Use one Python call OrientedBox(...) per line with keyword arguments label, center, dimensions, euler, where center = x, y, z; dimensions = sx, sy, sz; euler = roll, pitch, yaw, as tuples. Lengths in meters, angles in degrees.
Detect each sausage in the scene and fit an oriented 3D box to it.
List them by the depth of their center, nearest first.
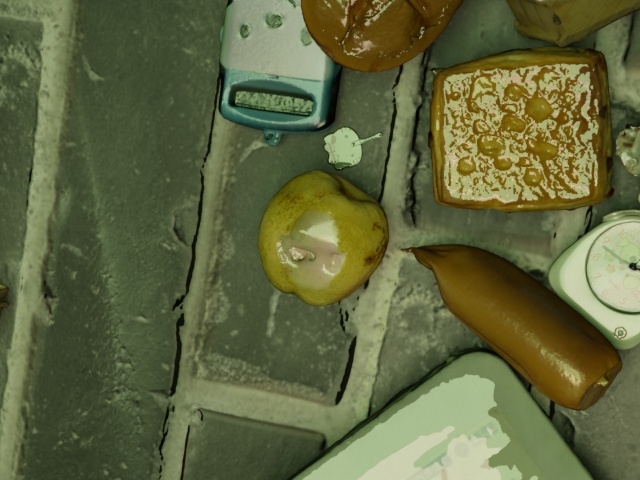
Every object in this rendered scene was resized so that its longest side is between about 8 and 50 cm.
OrientedBox(label="sausage", center=(0.239, 0.088, 1.790), dimensions=(0.328, 0.112, 0.112), euler=(40, 102, 23))

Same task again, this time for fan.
OrientedBox(label="fan", center=(0.045, -0.129, 1.884), dimensions=(0.083, 0.004, 0.056), euler=(-17, 91, 13))

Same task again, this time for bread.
OrientedBox(label="bread", center=(0.087, -0.342, 1.763), dimensions=(0.195, 0.142, 0.270), euler=(37, 89, -10))
OrientedBox(label="bread", center=(0.256, -0.141, 1.792), dimensions=(0.235, 0.099, 0.211), euler=(-3, 96, 7))

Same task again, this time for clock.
OrientedBox(label="clock", center=(0.402, 0.034, 1.788), dimensions=(0.191, 0.062, 0.151), euler=(-45, 83, 12))

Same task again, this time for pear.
OrientedBox(label="pear", center=(0.000, 0.000, 1.821), dimensions=(0.178, 0.178, 0.178), euler=(1, 95, 12))

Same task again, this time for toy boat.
OrientedBox(label="toy boat", center=(0.427, -0.385, 1.720), dimensions=(0.445, 0.136, 0.162), euler=(-25, 47, 15))

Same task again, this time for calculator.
OrientedBox(label="calculator", center=(-0.050, -0.273, 1.871), dimensions=(0.173, 0.051, 0.293), euler=(8, 96, 11))

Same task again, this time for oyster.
OrientedBox(label="oyster", center=(0.462, -0.133, 1.767), dimensions=(0.165, 0.053, 0.108), euler=(-37, 85, 14))

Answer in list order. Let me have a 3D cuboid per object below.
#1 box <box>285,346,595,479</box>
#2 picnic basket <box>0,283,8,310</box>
OrientedBox(label="box", center=(0.174, 0.392, 1.817), dimensions=(0.396, 0.111, 0.397), euler=(-36, 85, 0))
OrientedBox(label="picnic basket", center=(-0.538, 0.084, 1.974), dimensions=(0.164, 0.115, 0.079), euler=(21, 97, 10))
